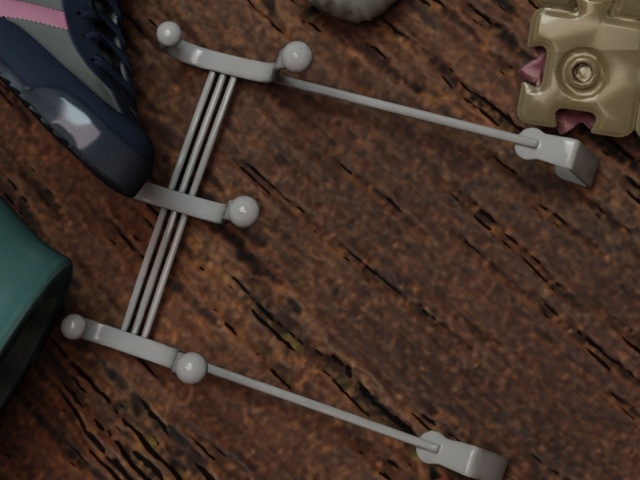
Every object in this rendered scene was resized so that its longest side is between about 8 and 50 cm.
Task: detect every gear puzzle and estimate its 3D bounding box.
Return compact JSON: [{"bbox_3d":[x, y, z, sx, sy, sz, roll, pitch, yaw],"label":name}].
[{"bbox_3d":[0.307,-0.138,1.164,0.339,0.044,0.175,9,98,8],"label":"gear puzzle"}]

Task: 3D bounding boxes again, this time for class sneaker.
[{"bbox_3d":[-0.179,-0.166,1.218,0.131,0.112,0.319,-39,58,1],"label":"sneaker"}]

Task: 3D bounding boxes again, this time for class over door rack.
[{"bbox_3d":[0.000,0.000,1.188,0.324,0.108,0.239,18,86,14],"label":"over door rack"}]

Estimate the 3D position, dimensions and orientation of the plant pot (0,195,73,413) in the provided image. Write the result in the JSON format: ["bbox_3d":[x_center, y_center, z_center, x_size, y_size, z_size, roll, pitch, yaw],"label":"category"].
[{"bbox_3d":[-0.319,0.031,1.185,0.255,0.271,0.271,31,89,1],"label":"plant pot"}]

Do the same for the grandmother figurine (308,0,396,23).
[{"bbox_3d":[-0.064,-0.290,1.258,0.342,0.104,0.208,46,120,12],"label":"grandmother figurine"}]
